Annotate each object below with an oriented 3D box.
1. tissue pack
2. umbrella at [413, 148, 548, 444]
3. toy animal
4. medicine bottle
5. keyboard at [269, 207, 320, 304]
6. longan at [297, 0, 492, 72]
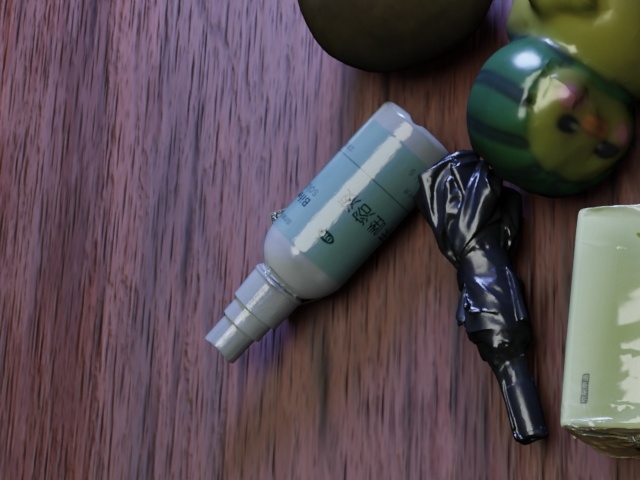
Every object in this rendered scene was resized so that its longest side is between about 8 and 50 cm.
[{"bbox_3d":[0.325,0.097,1.583,0.125,0.159,0.234,-2,72,28],"label":"tissue pack"},{"bbox_3d":[0.189,0.058,1.698,0.118,0.118,0.340,-23,63,20],"label":"umbrella"},{"bbox_3d":[0.288,-0.208,1.700,0.338,0.216,0.191,-60,30,2],"label":"toy animal"},{"bbox_3d":[0.000,0.000,1.811,0.352,0.110,0.110,-47,58,2],"label":"medicine bottle"},{"bbox_3d":[-0.030,0.018,1.886,0.049,0.015,0.129,-20,64,21],"label":"keyboard"},{"bbox_3d":[0.082,-0.316,1.828,0.246,0.215,0.246,-1,85,8],"label":"longan"}]
